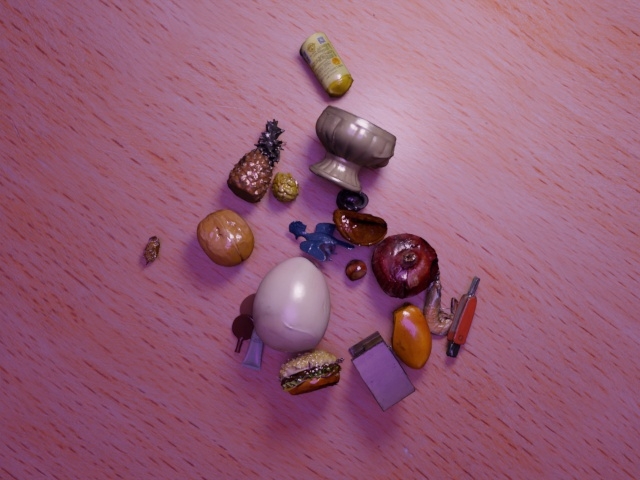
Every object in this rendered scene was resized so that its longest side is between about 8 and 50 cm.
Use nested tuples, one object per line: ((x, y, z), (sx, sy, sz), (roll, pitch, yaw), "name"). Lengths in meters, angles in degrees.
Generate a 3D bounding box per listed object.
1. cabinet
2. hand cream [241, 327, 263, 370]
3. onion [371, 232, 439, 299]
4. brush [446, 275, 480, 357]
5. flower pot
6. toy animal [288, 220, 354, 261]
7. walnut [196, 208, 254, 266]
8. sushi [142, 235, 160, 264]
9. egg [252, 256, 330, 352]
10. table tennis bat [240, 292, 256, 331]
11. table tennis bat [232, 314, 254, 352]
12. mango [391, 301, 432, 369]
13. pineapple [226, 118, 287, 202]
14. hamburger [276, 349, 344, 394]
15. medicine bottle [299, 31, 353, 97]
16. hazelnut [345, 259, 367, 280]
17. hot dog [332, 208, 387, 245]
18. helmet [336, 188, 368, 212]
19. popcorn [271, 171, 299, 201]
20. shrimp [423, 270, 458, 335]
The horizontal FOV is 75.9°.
((0.225, 0.472, 1.520), (0.148, 0.175, 0.215), (-33, 87, 0), "cabinet")
((-0.250, 0.409, 1.590), (0.078, 0.050, 0.204), (14, 105, 1), "hand cream")
((0.310, 0.090, 1.509), (0.252, 0.219, 0.251), (0, 79, -1), "onion")
((0.546, 0.291, 1.571), (0.070, 0.051, 0.323), (21, 89, -29), "brush")
((0.104, -0.325, 1.506), (0.308, 0.307, 0.244), (27, 105, 2), "flower pot")
((0.000, 0.000, 1.547), (0.256, 0.239, 0.176), (-6, 122, 33), "toy animal")
((-0.357, -0.007, 1.549), (0.226, 0.193, 0.193), (45, 90, 6), "walnut")
((-0.664, 0.038, 1.611), (0.062, 0.060, 0.117), (3, 90, -4), "sushi")
((-0.101, 0.228, 1.485), (0.283, 0.283, 0.344), (7, 72, 2), "egg")
((-0.218, 0.322, 1.614), (0.138, 0.022, 0.246), (-33, 86, 4), "table tennis bat")
((-0.307, 0.366, 1.608), (0.098, 0.019, 0.154), (16, 92, 9), "table tennis bat")
((0.338, 0.364, 1.546), (0.154, 0.126, 0.251), (-13, 89, 12), "mango")
((-0.222, -0.317, 1.578), (0.169, 0.169, 0.340), (27, 77, 2), "pineapple")
((-0.033, 0.477, 1.500), (0.262, 0.243, 0.138), (-14, 68, -4), "hamburger")
((0.029, -0.671, 1.588), (0.124, 0.124, 0.238), (-33, 89, 0), "medicine bottle")
((0.137, 0.112, 1.585), (0.086, 0.086, 0.086), (0, 88, 1), "hazelnut")
((0.142, -0.053, 1.529), (0.227, 0.160, 0.099), (15, 119, -26), "hot dog")
((0.118, -0.145, 1.590), (0.123, 0.070, 0.098), (7, 58, -12), "helmet")
((-0.131, -0.203, 1.582), (0.106, 0.121, 0.116), (15, 97, -32), "popcorn")
((0.468, 0.243, 1.589), (0.144, 0.052, 0.250), (3, 95, -10), "shrimp")
